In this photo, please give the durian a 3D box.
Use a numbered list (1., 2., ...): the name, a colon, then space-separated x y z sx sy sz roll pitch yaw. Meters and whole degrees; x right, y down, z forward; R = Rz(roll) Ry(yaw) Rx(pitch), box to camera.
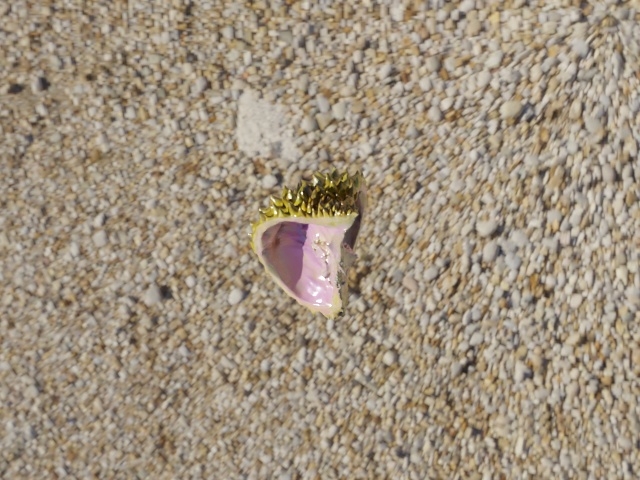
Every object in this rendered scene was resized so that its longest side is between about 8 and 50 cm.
1. durian: -0.002 0.000 1.118 0.165 0.182 0.132 -32 58 11
